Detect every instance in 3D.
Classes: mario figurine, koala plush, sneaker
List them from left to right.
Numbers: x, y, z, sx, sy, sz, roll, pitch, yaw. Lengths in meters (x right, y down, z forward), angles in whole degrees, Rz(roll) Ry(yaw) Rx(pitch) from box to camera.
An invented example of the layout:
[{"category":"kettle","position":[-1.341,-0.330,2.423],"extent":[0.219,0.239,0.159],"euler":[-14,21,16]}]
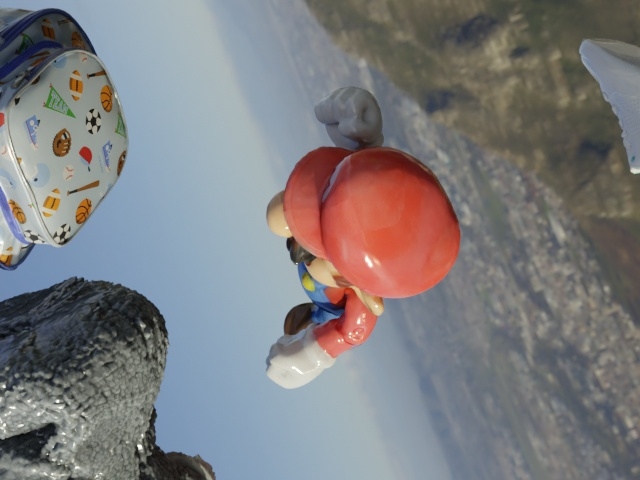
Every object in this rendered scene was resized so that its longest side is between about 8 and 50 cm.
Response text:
[{"category":"koala plush","position":[-0.155,0.154,0.778],"extent":[0.221,0.203,0.196],"euler":[64,-151,-14]},{"category":"mario figurine","position":[0.000,0.000,1.006],"extent":[0.198,0.170,0.320],"euler":[63,167,12]},{"category":"sneaker","position":[0.294,-0.109,1.071],"extent":[0.212,0.080,0.094],"euler":[53,135,46]}]

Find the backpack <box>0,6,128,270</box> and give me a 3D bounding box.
[{"category":"backpack","position":[-0.334,-0.129,1.288],"extent":[0.263,0.213,0.276],"euler":[-68,-21,-44]}]
